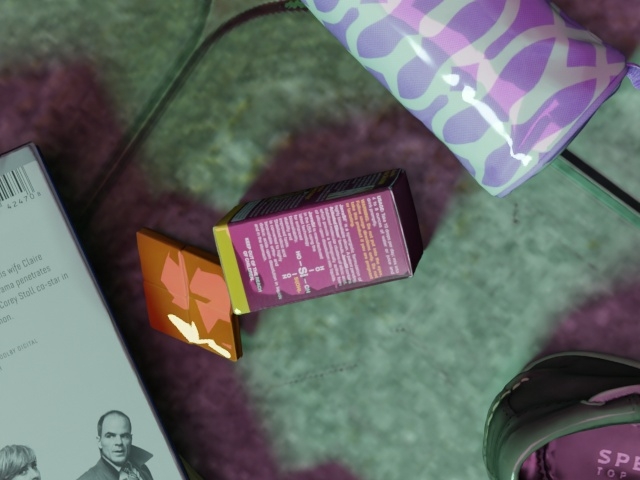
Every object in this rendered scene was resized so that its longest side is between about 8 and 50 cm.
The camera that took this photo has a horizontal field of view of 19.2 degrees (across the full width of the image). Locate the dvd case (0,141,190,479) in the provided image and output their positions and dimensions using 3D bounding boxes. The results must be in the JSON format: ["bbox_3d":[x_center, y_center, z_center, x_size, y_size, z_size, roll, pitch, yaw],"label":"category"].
[{"bbox_3d":[-0.159,0.100,0.840,0.179,0.029,0.239,-25,93,-12],"label":"dvd case"}]

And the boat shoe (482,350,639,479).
[{"bbox_3d":[0.234,0.118,0.809,0.335,0.095,0.112,8,100,8],"label":"boat shoe"}]

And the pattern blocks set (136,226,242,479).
[{"bbox_3d":[-0.150,0.102,0.903,0.285,0.026,0.325,-28,94,12],"label":"pattern blocks set"}]

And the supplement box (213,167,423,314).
[{"bbox_3d":[0.000,0.000,0.849,0.083,0.055,0.043,-13,98,11],"label":"supplement box"}]

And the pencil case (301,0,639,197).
[{"bbox_3d":[0.041,-0.114,0.813,0.088,0.086,0.206,-43,92,-15],"label":"pencil case"}]
